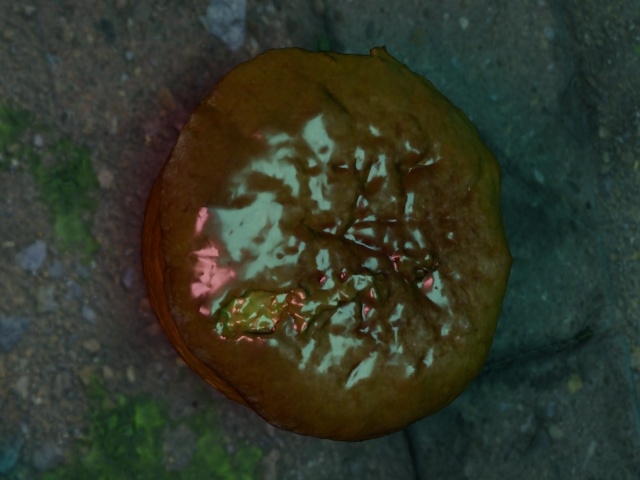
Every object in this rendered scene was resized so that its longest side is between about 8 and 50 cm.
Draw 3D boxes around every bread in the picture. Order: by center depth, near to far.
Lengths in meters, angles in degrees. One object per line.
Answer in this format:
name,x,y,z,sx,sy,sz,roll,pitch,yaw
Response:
bread,-0.001,0.005,1.532,0.312,0.172,0.312,3,84,-26
